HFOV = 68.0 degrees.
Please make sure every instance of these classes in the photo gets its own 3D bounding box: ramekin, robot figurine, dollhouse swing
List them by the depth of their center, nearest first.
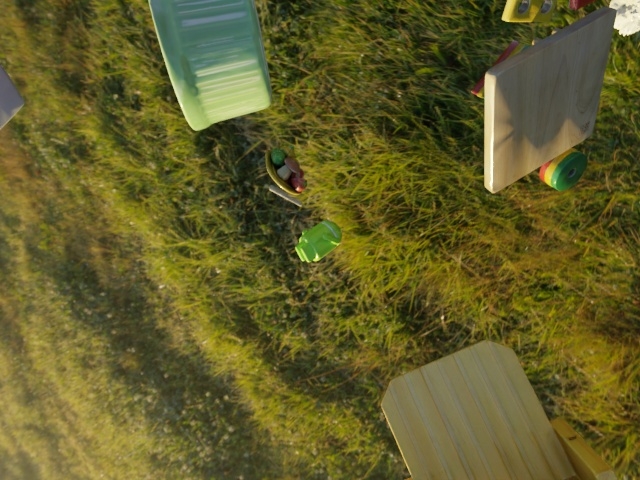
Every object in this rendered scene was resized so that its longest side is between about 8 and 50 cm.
[{"bbox_3d":[-0.179,-0.354,0.811,0.148,0.303,0.304,-12,101,-4],"label":"ramekin"},{"bbox_3d":[0.295,0.390,0.848,0.346,0.315,0.305,-24,91,6],"label":"dollhouse swing"},{"bbox_3d":[0.000,0.000,1.058,0.101,0.115,0.067,6,128,60],"label":"robot figurine"}]

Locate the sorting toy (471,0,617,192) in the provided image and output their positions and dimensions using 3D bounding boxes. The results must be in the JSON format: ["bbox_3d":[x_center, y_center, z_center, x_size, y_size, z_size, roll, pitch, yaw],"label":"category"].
[{"bbox_3d":[0.199,-0.140,0.446,0.046,0.132,0.275,51,168,43],"label":"sorting toy"}]

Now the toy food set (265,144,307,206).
[{"bbox_3d":[-0.080,-0.197,1.302,0.128,0.218,0.071,31,120,-32],"label":"toy food set"}]

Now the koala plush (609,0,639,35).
[{"bbox_3d":[0.378,-0.352,0.503,0.203,0.196,0.221,26,147,31],"label":"koala plush"}]

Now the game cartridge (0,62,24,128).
[{"bbox_3d":[-0.484,-0.129,0.501,0.060,0.294,0.196,36,154,18],"label":"game cartridge"}]
